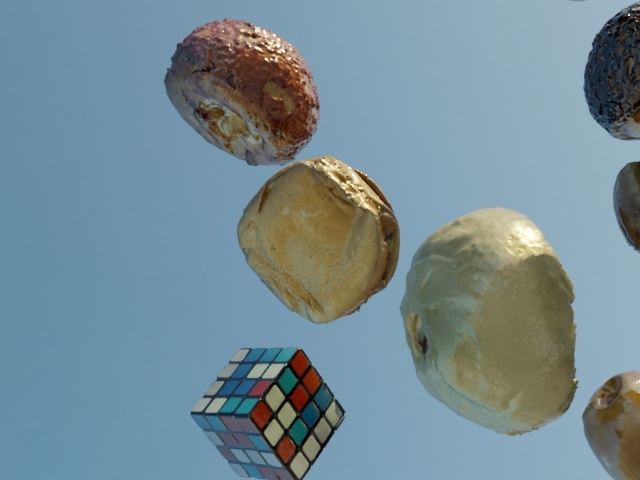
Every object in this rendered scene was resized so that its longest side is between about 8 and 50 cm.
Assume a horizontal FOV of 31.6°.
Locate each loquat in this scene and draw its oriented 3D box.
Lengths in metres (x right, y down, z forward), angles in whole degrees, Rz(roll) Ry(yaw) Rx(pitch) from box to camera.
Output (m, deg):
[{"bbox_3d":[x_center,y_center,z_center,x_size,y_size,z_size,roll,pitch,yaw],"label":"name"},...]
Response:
[{"bbox_3d":[0.522,0.312,1.803,0.227,0.179,0.179,45,-105,-20],"label":"loquat"}]

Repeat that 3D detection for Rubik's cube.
[{"bbox_3d":[-0.082,0.275,1.793,0.154,0.151,0.155,-50,-61,-35],"label":"Rubik's cube"}]

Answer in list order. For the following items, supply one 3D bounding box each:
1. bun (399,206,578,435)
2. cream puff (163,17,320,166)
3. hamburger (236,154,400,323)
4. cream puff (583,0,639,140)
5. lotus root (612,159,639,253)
[{"bbox_3d":[0.233,0.130,1.739,0.202,0.364,0.364,-9,-59,-16],"label":"bun"},{"bbox_3d":[-0.103,-0.210,1.585,0.240,0.240,0.164,51,-124,-48],"label":"cream puff"},{"bbox_3d":[-0.001,0.001,1.462,0.108,0.214,0.213,-28,-45,-66],"label":"hamburger"},{"bbox_3d":[0.482,-0.244,1.581,0.239,0.239,0.164,10,-119,-49],"label":"cream puff"},{"bbox_3d":[0.485,-0.037,1.486,0.180,0.199,0.188,-69,-30,-53],"label":"lotus root"}]
